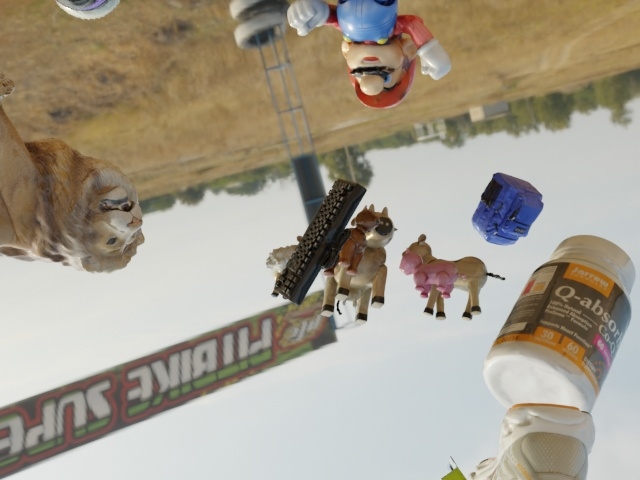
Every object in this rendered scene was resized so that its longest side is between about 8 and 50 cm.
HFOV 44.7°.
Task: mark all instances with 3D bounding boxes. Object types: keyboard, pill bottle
[{"bbox_3d":[0.000,0.000,1.046,0.023,0.180,0.108,31,178,-29],"label":"keyboard"},{"bbox_3d":[0.365,0.126,1.161,0.162,0.162,0.278,-8,-146,45],"label":"pill bottle"}]

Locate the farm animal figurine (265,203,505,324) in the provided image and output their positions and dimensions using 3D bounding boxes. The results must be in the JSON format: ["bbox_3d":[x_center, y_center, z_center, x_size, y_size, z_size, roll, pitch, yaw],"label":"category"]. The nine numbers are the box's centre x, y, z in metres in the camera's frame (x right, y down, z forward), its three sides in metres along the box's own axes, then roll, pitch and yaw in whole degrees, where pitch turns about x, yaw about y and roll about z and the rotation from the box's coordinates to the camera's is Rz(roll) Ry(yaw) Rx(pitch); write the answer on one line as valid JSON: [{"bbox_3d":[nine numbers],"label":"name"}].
[{"bbox_3d":[0.110,0.037,1.407,0.330,0.172,0.327,23,151,-25],"label":"farm animal figurine"}]

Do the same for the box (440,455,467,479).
[{"bbox_3d":[0.261,0.468,1.345,0.042,0.178,0.109,-32,155,-11],"label":"box"}]

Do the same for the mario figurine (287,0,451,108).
[{"bbox_3d":[0.077,-0.309,1.181,0.170,0.320,0.198,-41,-124,-12],"label":"mario figurine"}]

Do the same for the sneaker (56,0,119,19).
[{"bbox_3d":[-0.242,-0.368,0.735,0.102,0.293,0.146,-6,-170,-1],"label":"sneaker"}]

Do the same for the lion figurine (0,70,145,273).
[{"bbox_3d":[-0.381,-0.025,0.795,0.392,0.240,0.142,-23,-153,-27],"label":"lion figurine"}]

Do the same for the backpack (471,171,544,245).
[{"bbox_3d":[0.336,-0.048,1.417,0.098,0.120,0.101,16,-153,-26],"label":"backpack"}]

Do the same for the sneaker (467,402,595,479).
[{"bbox_3d":[0.191,0.266,0.745,0.099,0.262,0.121,8,-132,9],"label":"sneaker"}]
